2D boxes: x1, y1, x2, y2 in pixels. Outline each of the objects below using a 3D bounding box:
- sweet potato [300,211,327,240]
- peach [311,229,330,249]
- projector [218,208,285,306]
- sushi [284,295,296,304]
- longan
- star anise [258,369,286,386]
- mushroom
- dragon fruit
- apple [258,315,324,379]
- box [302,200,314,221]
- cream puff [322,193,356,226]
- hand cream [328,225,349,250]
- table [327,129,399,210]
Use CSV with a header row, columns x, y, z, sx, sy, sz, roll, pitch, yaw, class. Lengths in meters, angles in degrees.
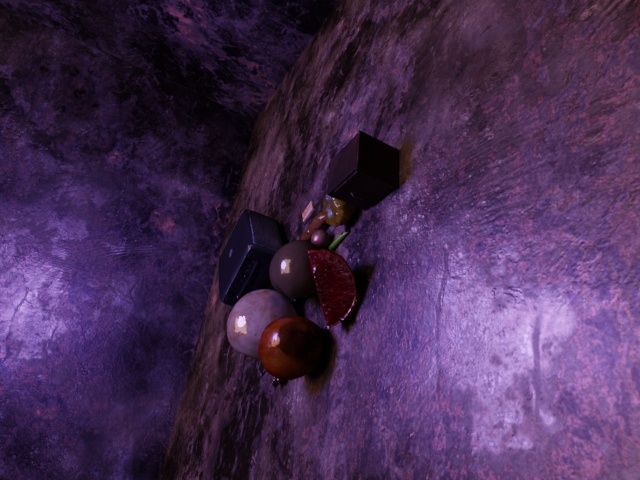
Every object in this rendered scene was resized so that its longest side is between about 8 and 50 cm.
x,y,z,sx,sy,sz,roll,pitch,yaw,class
-0.025,-0.050,1.822,0.072,0.066,0.314,-36,-6,-43,sweet potato
0.000,-0.002,1.709,0.083,0.083,0.083,-47,32,43,peach
-0.362,0.103,2.233,0.395,0.241,0.405,-58,27,22,projector
-0.118,0.204,1.855,0.231,0.047,0.220,-54,32,42,sushi
-0.091,0.118,1.638,0.248,0.248,0.248,-47,32,43,longan
-0.178,0.531,1.687,0.190,0.070,0.097,-39,48,31,star anise
-0.225,0.359,1.750,0.290,0.297,0.298,70,-159,-57,mushroom
0.044,0.134,1.435,0.211,0.134,0.262,-136,31,-80,dragon fruit
-0.095,0.369,1.461,0.230,0.229,0.230,-47,32,43,apple
-0.058,-0.139,2.029,0.093,0.015,0.058,-53,30,34,box
0.078,-0.123,1.609,0.146,0.116,0.146,26,122,51,cream puff
0.073,-0.006,1.624,0.122,0.023,0.036,-49,27,33,hand cream
0.144,-0.227,1.452,0.193,0.169,0.173,-37,40,52,table
